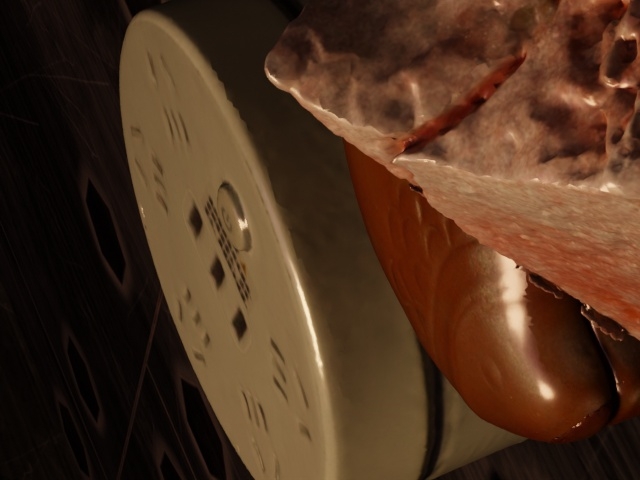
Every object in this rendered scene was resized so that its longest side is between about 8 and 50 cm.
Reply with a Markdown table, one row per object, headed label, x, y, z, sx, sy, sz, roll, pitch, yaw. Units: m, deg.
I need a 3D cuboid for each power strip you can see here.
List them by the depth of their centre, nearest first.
| label | x | y | z | sx | sy | sz | roll | pitch | yaw |
| --- | --- | --- | --- | --- | --- | --- | --- | --- | --- |
| power strip | 0.000 | 0.000 | 1.254 | 0.357 | 0.161 | 0.357 | 160 | 90 | -73 |

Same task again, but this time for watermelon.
| label | x | y | z | sx | sy | sz | roll | pitch | yaw |
| --- | --- | --- | --- | --- | --- | --- | --- | --- | --- |
| watermelon | 0.122 | -0.074 | 0.738 | 0.193 | 0.232 | 0.310 | 17 | 114 | 27 |

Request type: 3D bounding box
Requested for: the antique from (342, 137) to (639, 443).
| label | x | y | z | sx | sy | sz | roll | pitch | yaw |
| --- | --- | --- | --- | --- | --- | --- | --- | --- | --- |
| antique | 0.096 | -0.036 | 0.975 | 0.223 | 0.129 | 0.278 | 107 | 140 | -64 |
